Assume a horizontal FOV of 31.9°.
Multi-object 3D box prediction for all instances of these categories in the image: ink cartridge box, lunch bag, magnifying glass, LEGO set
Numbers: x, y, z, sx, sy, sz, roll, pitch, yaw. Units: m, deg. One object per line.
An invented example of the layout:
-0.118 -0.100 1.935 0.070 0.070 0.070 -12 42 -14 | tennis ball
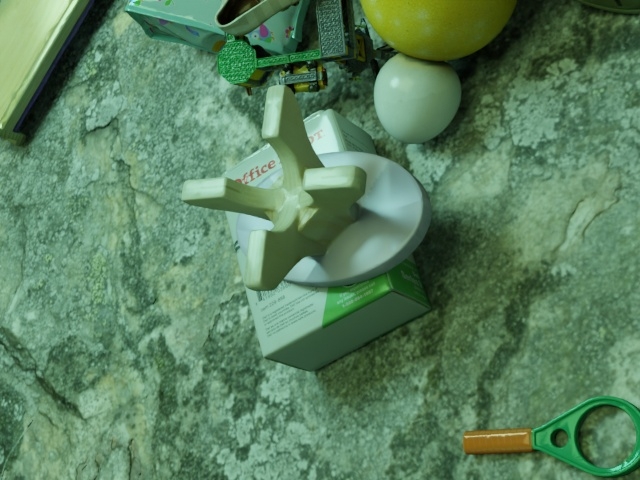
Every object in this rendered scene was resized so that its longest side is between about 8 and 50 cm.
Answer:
0.000 0.000 1.527 0.211 0.121 0.289 -29 60 24 | ink cartridge box
-0.134 -0.400 1.724 0.262 0.160 0.223 14 83 10 | lunch bag
0.275 0.234 1.319 0.231 0.026 0.092 -9 71 32 | magnifying glass
-0.026 -0.360 1.605 0.255 0.192 0.331 -13 87 20 | LEGO set

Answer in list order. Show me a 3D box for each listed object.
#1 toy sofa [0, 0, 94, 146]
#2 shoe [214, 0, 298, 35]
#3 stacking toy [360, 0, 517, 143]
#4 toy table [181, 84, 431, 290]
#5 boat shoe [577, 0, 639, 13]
-0.518 -0.361 2.022 0.150 0.177 0.363 34 97 13 | toy sofa
-0.053 -0.347 1.480 0.219 0.058 0.076 -38 80 17 | shoe
0.149 -0.358 1.442 0.350 0.350 0.480 30 117 38 | stacking toy
-0.022 -0.048 1.382 0.274 0.161 0.252 -16 66 28 | toy table
0.422 -0.352 1.354 0.302 0.113 0.103 7 59 39 | boat shoe
